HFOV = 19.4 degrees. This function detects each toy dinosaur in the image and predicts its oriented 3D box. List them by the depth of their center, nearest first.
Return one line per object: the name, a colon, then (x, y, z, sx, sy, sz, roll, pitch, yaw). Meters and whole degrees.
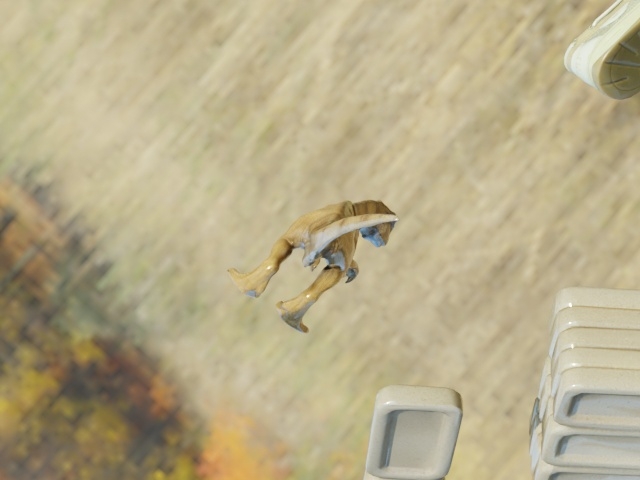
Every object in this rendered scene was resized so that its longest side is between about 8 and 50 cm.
toy dinosaur: (0.000, 0.000, 1.151, 0.064, 0.112, 0.211, 42, -171, 2)

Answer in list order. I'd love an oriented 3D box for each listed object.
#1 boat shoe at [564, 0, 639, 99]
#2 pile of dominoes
boat shoe: (0.214, -0.146, 1.123, 0.056, 0.153, 0.048, 50, 175, -36)
pile of dominoes: (0.112, 0.099, 0.711, 0.196, 0.040, 0.251, 3, 148, -1)
